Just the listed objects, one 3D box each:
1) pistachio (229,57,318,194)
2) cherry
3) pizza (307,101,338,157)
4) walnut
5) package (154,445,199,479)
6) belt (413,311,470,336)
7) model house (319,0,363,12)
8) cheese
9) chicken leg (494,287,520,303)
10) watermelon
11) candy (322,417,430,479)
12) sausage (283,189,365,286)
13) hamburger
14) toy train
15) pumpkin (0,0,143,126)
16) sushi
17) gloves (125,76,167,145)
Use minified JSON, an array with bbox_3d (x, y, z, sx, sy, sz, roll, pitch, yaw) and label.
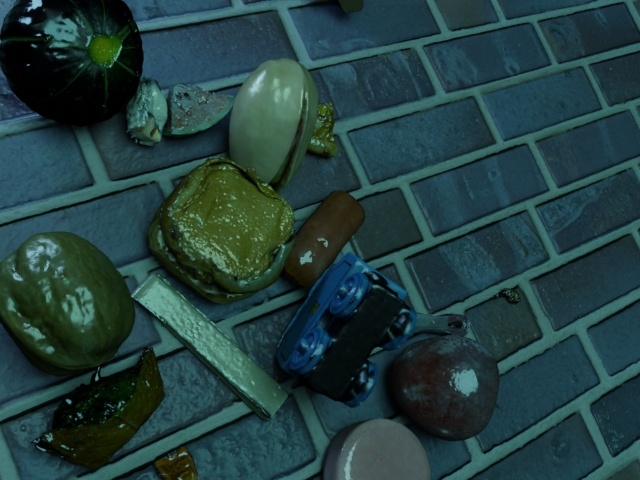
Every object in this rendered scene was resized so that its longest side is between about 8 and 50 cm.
[{"bbox_3d":[-0.105,-0.255,1.769,0.193,0.214,0.318,5,96,-38],"label":"pistachio"},{"bbox_3d":[0.303,0.336,1.782,0.285,0.213,0.236,25,54,-8],"label":"cherry"},{"bbox_3d":[-0.015,-0.291,1.922,0.182,0.062,0.161,41,58,-8],"label":"pizza"},{"bbox_3d":[-0.480,0.115,1.440,0.283,0.227,0.283,42,24,-23],"label":"walnut"},{"bbox_3d":[-0.278,0.471,1.534,0.077,0.033,0.111,-20,78,-22],"label":"package"},{"bbox_3d":[0.260,0.203,1.898,0.232,0.053,0.071,4,79,-26],"label":"belt"},{"bbox_3d":[0.067,-0.740,2.091,0.248,0.180,0.176,-88,161,-48],"label":"model house"},{"bbox_3d":[-0.231,0.225,1.647,0.400,0.034,0.085,44,54,-8],"label":"cheese"},{"bbox_3d":[0.499,0.145,2.061,0.083,0.021,0.036,18,75,-21],"label":"chicken leg"},{"bbox_3d":[-0.294,-0.303,1.780,0.187,0.071,0.139,-33,83,-24],"label":"watermelon"},{"bbox_3d":[0.119,0.517,1.689,0.255,0.094,0.255,9,69,-25],"label":"candy"},{"bbox_3d":[0.000,0.000,1.801,0.113,0.113,0.259,44,58,-8],"label":"sausage"},{"bbox_3d":[-0.202,-0.019,1.670,0.318,0.158,0.319,9,69,-24],"label":"hamburger"},{"bbox_3d":[0.047,0.195,1.647,0.188,0.265,0.300,35,90,-16],"label":"toy train"},{"bbox_3d":[-0.529,-0.381,1.603,0.295,0.296,0.296,9,69,-25],"label":"pumpkin"},{"bbox_3d":[-0.395,0.312,1.460,0.140,0.149,0.287,45,64,-2],"label":"sushi"},{"bbox_3d":[-0.387,-0.292,1.706,0.114,0.070,0.153,51,39,-58],"label":"gloves"}]
